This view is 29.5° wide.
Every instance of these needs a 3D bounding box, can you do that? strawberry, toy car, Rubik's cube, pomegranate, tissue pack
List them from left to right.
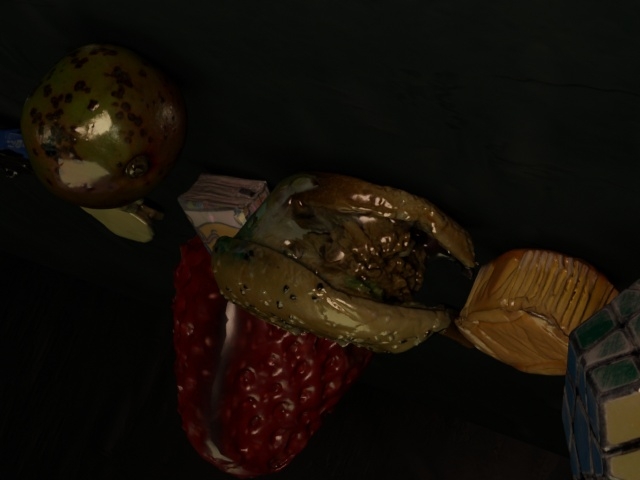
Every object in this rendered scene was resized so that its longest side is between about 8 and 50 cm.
[{"bbox_3d":[-0.392,-0.119,1.697,0.216,0.063,0.103,11,167,22],"label":"toy car"},{"bbox_3d":[-0.213,-0.120,1.168,0.159,0.159,0.205,30,-169,-39],"label":"pomegranate"},{"bbox_3d":[-0.095,-0.007,1.526,0.115,0.065,0.155,11,140,39],"label":"tissue pack"},{"bbox_3d":[-0.088,0.163,1.740,0.295,0.345,0.317,11,166,38],"label":"strawberry"},{"bbox_3d":[0.367,0.168,1.096,0.264,0.319,0.319,-6,168,0],"label":"Rubik's cube"}]

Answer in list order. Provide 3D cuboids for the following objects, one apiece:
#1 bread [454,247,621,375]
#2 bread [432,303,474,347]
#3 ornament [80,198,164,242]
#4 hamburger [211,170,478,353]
[{"bbox_3d":[0.236,0.073,1.306,0.132,0.114,0.190,35,157,-15],"label":"bread"},{"bbox_3d":[0.203,0.128,1.814,0.036,0.047,0.083,-26,142,33],"label":"bread"},{"bbox_3d":[-0.347,-0.069,1.891,0.180,0.059,0.201,20,166,16],"label":"ornament"},{"bbox_3d":[0.008,0.019,1.316,0.192,0.168,0.288,27,168,-38],"label":"hamburger"}]
